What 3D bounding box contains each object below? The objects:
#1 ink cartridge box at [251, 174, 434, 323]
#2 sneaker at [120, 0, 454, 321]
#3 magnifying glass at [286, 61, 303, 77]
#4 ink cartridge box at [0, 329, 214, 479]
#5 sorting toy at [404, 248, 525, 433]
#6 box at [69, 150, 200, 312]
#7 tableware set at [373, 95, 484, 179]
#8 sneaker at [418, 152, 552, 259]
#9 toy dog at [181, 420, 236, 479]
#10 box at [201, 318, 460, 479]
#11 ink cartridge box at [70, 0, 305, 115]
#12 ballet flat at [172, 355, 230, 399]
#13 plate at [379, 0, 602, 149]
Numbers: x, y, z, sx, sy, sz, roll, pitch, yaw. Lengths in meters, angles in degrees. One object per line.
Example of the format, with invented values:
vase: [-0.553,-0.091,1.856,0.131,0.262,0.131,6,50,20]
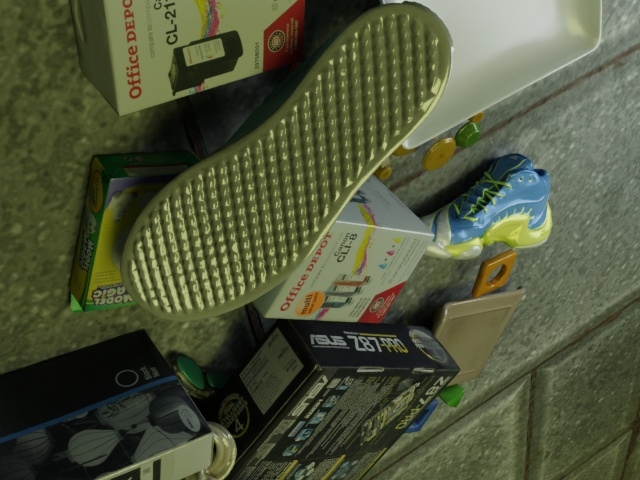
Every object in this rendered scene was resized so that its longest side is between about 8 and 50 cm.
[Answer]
ink cartridge box: [0.000,0.000,0.968,0.176,0.127,0.128,7,122,-44]
sneaker: [-0.024,-0.066,0.835,0.366,0.135,0.150,-39,-173,13]
magnifying glass: [0.062,-0.163,0.953,0.231,0.026,0.092,-4,129,-41]
ink cartridge box: [-0.287,0.206,0.884,0.332,0.165,0.065,-19,137,-29]
sorting toy: [0.203,0.143,1.358,0.196,0.047,0.348,-10,133,-41]
box: [-0.179,0.001,0.882,0.105,0.043,0.179,-9,133,-37]
tableware set: [0.120,-0.114,1.019,0.154,0.024,0.104,-29,148,-18]
sneaker: [0.200,-0.050,1.151,0.240,0.091,0.126,-7,112,-37]
toy dog: [-0.205,0.365,1.006,0.333,0.161,0.220,-28,105,16]
box: [-0.038,0.270,1.190,0.318,0.097,0.395,12,123,-49]
ink cartridge box: [-0.104,-0.190,0.736,0.175,0.072,0.127,-23,140,-25]
ballet flat: [-0.146,0.169,1.079,0.041,0.041,0.114,-47,142,6]
plate: [0.165,-0.262,0.907,0.278,0.045,0.277,-30,134,-17]
